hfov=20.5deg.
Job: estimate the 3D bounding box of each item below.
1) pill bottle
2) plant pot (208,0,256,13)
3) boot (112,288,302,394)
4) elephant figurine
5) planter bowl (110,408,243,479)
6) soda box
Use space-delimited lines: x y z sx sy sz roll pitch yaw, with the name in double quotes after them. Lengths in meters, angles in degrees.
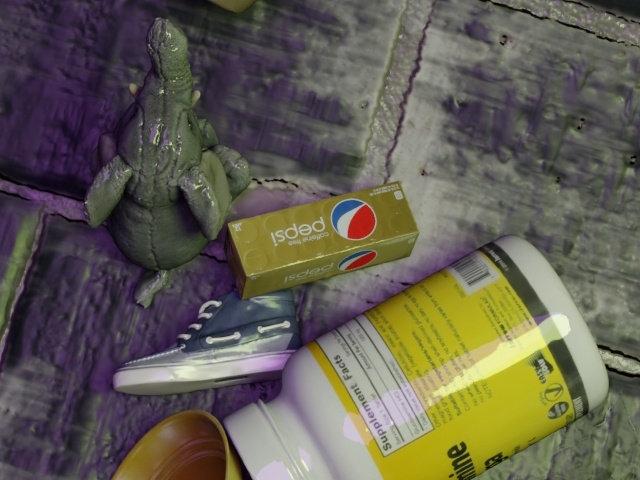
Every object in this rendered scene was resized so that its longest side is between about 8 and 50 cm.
0.086 0.149 1.668 0.334 0.188 0.188 -29 83 -5 "pill bottle"
-0.078 -0.356 1.730 0.263 0.263 0.229 37 100 4 "plant pot"
-0.112 0.099 1.739 0.190 0.069 0.086 -6 74 -10 "boot"
-0.156 -0.069 1.669 0.169 0.239 0.186 -33 84 -6 "elephant figurine"
-0.123 0.275 1.668 0.090 0.217 0.217 30 80 -30 "planter bowl"
0.000 0.000 1.730 0.181 0.058 0.061 -15 67 -15 "soda box"
